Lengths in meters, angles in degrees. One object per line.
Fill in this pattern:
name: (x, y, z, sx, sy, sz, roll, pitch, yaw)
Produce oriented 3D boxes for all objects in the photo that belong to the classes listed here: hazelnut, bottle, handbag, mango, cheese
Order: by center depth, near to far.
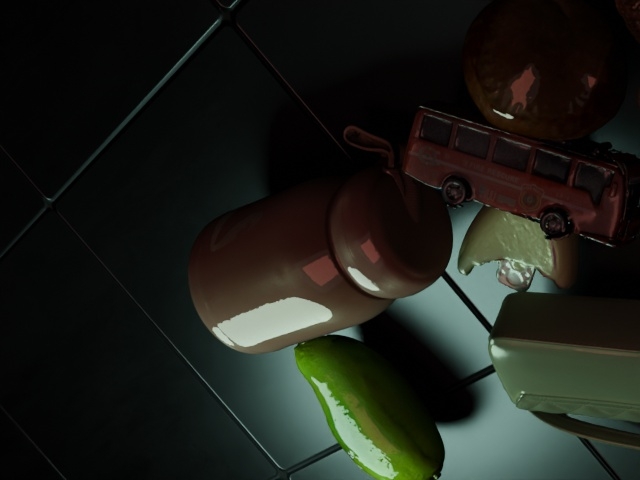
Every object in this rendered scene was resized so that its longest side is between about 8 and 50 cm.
hazelnut: (0.200, -0.153, 1.181, 0.154, 0.143, 0.143, 23, 134, 8)
cheese: (0.216, -0.041, 1.312, 0.127, 0.050, 0.235, 26, 127, 22)
handbag: (0.309, 0.148, 1.360, 0.256, 0.079, 0.219, 5, 141, 29)
bottle: (0.000, 0.000, 1.436, 0.297, 0.173, 0.206, -21, 73, 46)
mango: (0.058, 0.204, 1.582, 0.233, 0.111, 0.125, 44, 133, 4)

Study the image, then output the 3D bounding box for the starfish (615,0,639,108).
starfish: (0.331, -0.162, 1.140, 0.210, 0.053, 0.150, 49, 145, -11)

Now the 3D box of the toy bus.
toy bus: (0.193, -0.063, 1.245, 0.235, 0.073, 0.096, 18, 110, 27)
